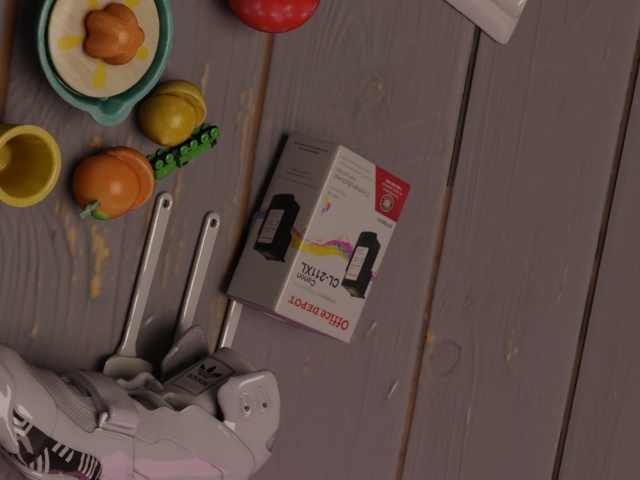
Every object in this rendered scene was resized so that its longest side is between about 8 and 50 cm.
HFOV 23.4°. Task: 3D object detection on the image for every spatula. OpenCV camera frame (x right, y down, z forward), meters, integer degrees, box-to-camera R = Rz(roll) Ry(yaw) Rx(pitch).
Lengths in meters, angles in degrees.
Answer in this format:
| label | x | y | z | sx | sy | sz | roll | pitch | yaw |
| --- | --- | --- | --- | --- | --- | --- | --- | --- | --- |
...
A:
| label | x | y | z | sx | sy | sz | roll | pitch | yaw |
| --- | --- | --- | --- | --- | --- | --- | --- | --- | --- |
| spatula | -0.131 | 0.079 | 1.479 | 0.168 | 0.019 | 0.242 | 12 | 95 | -43 |

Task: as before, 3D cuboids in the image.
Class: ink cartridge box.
| label | x | y | z | sx | sy | sz | roll | pitch | yaw |
| --- | --- | --- | --- | --- | --- | --- | --- | --- | --- |
| ink cartridge box | 0.000 | 0.000 | 1.527 | 0.127 | 0.072 | 0.175 | 26 | 83 | -49 |

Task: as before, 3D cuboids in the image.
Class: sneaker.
| label | x | y | z | sx | sy | sz | roll | pitch | yaw |
| --- | --- | --- | --- | --- | --- | --- | --- | --- | --- |
| sneaker | -0.169 | 0.146 | 1.363 | 0.210 | 0.137 | 0.366 | -50 | 136 | -14 |

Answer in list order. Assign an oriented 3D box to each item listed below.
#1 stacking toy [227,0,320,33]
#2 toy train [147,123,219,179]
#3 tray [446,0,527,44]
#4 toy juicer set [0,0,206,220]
| label | x | y | z | sx | sy | sz | roll | pitch | yaw |
| --- | --- | --- | --- | --- | --- | --- | --- | --- | --- |
| stacking toy | -0.026 | -0.346 | 1.370 | 0.141 | 0.141 | 0.330 | -10 | 113 | -40 |
| toy train | -0.126 | -0.082 | 1.434 | 0.083 | 0.017 | 0.023 | -33 | 133 | -31 |
| tray | 0.219 | -0.357 | 1.653 | 0.145 | 0.030 | 0.270 | 29 | 83 | -44 |
| toy juicer set | -0.159 | -0.166 | 1.327 | 0.209 | 0.089 | 0.329 | 22 | 87 | -43 |
